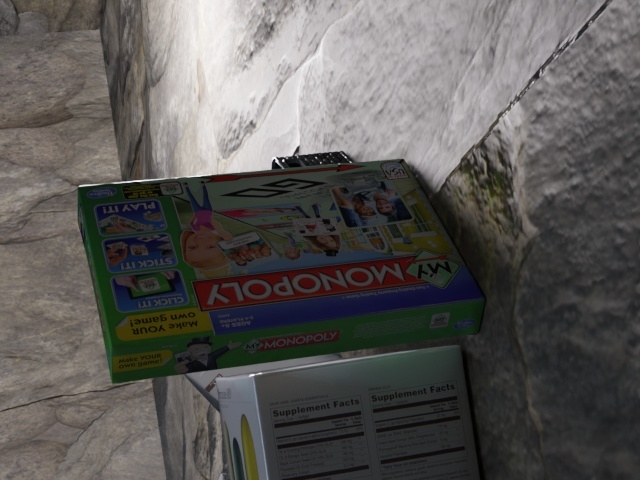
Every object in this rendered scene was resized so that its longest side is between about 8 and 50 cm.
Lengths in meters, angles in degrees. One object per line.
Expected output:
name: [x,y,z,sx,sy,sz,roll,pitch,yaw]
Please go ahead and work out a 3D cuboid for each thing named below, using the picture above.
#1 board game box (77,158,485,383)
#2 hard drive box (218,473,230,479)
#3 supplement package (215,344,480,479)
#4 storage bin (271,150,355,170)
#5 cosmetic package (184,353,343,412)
board game box: [-0.042,0.017,1.038,0.213,0.317,0.046,-115,24,-48]
hard drive box: [-0.094,0.409,1.302,0.181,0.089,0.232,-113,40,-57]
supplement package: [0.028,0.244,1.105,0.199,0.198,0.262,153,109,-74]
storage bin: [0.000,0.000,1.323,0.122,0.084,0.180,-127,33,-62]
cosmetic package: [-0.041,0.174,1.329,0.107,0.127,0.238,52,164,-27]
